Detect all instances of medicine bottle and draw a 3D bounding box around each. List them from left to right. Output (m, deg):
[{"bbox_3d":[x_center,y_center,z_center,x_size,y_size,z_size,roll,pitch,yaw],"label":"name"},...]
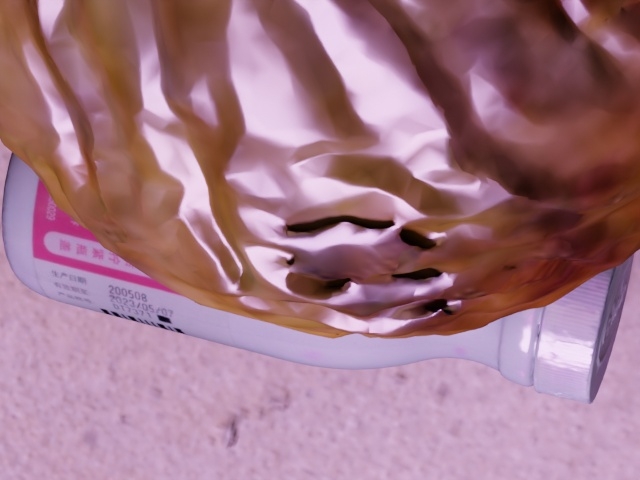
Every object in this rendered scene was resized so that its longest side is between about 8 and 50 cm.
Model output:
[{"bbox_3d":[0.000,0.000,0.664,0.216,0.090,0.090,14,109,15],"label":"medicine bottle"}]

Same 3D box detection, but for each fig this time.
[{"bbox_3d":[-0.025,-0.122,0.469,0.286,0.368,0.286,-4,81,28],"label":"fig"}]
